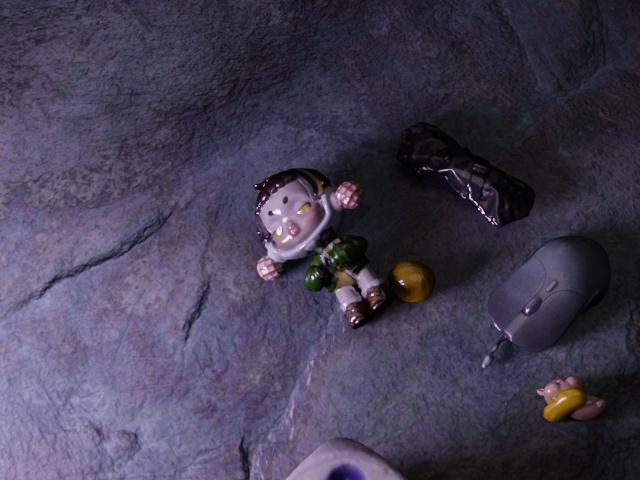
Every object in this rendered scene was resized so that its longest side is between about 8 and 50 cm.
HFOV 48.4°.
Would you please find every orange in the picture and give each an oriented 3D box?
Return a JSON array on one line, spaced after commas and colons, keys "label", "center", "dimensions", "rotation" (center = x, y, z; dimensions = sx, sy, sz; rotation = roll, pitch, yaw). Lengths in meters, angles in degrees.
[{"label": "orange", "center": [0.181, 0.081, 1.422], "dimensions": [0.095, 0.085, 0.085], "rotation": [17, 61, 6]}]

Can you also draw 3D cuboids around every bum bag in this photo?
[{"label": "bum bag", "center": [0.307, -0.148, 1.551], "dimensions": [0.340, 0.095, 0.144], "rotation": [37, 51, 17]}]

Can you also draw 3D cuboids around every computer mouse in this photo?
[{"label": "computer mouse", "center": [0.441, 0.114, 1.406], "dimensions": [0.167, 0.090, 0.379], "rotation": [39, 68, 21]}]

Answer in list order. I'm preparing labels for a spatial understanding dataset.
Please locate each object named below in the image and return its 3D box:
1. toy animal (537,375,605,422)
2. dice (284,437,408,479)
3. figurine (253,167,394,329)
[{"label": "toy animal", "center": [0.462, 0.282, 1.311], "dimensions": [0.114, 0.091, 0.082], "rotation": [-2, 46, 0]}, {"label": "dice", "center": [0.029, 0.486, 1.099], "dimensions": [0.251, 0.243, 0.259], "rotation": [39, 63, 20]}, {"label": "figurine", "center": [0.000, 0.000, 1.425], "dimensions": [0.281, 0.167, 0.370], "rotation": [-42, 74, 19]}]
